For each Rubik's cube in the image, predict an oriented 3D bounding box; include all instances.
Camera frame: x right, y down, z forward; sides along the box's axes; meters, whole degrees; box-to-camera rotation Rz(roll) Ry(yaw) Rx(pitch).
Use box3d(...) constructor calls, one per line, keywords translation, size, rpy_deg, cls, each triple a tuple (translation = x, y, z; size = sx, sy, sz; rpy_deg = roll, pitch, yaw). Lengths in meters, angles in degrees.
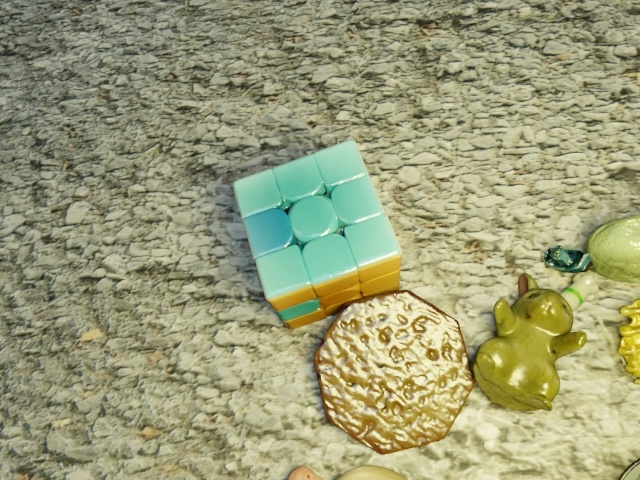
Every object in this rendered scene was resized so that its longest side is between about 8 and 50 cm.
box3d(translation=(0.000, 0.000, 1.183), size=(0.291, 0.291, 0.291), rpy_deg=(-18, 68, 0), cls="Rubik's cube")

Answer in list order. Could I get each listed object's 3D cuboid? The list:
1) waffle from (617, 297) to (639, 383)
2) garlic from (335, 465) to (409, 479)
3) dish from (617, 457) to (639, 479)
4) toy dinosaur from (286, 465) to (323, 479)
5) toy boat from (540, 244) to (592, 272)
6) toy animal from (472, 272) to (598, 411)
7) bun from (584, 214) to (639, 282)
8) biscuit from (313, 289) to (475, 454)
box3d(translation=(0.738, 0.184, 1.091), size=(0.229, 0.057, 0.219), rpy_deg=(-9, 88, 4), cls="waffle")
box3d(translation=(0.111, 0.569, 1.051), size=(0.227, 0.110, 0.217), rpy_deg=(-25, 65, -1), cls="garlic")
box3d(translation=(0.681, 0.557, 0.972), size=(0.316, 0.106, 0.317), rpy_deg=(-2, 71, 5), cls="dish")
box3d(translation=(-0.099, 0.549, 1.074), size=(0.194, 0.152, 0.177), rpy_deg=(10, 63, 5), cls="toy dinosaur")
box3d(translation=(0.549, 0.039, 1.173), size=(0.061, 0.137, 0.060), rpy_deg=(41, 87, -9), cls="toy boat")
box3d(translation=(0.458, 0.180, 1.106), size=(0.181, 0.180, 0.363), rpy_deg=(27, 74, 22), cls="toy animal")
box3d(translation=(0.678, 0.028, 1.111), size=(0.221, 0.221, 0.109), rpy_deg=(8, 70, 11), cls="bun")
box3d(translation=(0.160, 0.284, 1.148), size=(0.358, 0.046, 0.360), rpy_deg=(0, 84, 2), cls="biscuit")
